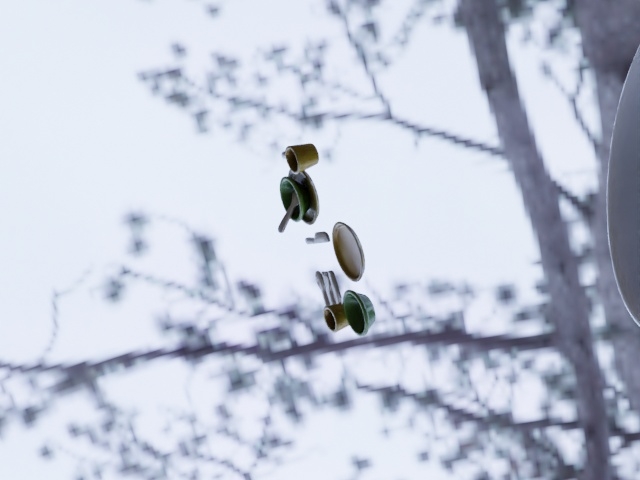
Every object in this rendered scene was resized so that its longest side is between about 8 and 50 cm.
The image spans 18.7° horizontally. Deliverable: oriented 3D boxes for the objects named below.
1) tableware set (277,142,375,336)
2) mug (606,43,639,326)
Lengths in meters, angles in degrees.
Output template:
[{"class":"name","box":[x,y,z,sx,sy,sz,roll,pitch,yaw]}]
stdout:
[{"class":"tableware set","box":[0.000,0.000,1.492,0.024,0.154,0.104,-17,-175,-23]},{"class":"mug","box":[0.429,-0.006,1.466,0.328,0.276,0.374,6,-128,-14]}]
